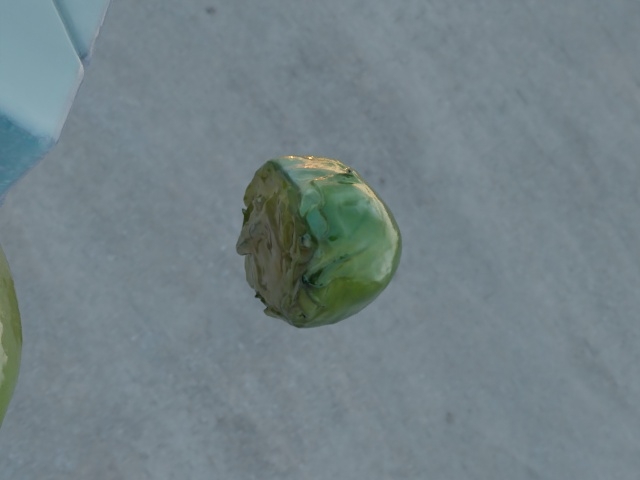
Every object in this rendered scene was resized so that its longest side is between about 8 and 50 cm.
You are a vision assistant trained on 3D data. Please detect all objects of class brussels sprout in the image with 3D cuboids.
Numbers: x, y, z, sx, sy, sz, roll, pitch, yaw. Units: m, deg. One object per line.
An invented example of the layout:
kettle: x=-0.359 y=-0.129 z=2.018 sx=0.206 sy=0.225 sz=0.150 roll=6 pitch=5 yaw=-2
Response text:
brussels sprout: x=0.005 y=0.000 z=1.093 sx=0.122 sy=0.151 sz=0.149 roll=-4 pitch=104 yaw=-31

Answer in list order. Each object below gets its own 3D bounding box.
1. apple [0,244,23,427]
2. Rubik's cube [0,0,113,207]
apple: x=-0.316 y=0.080 z=0.678 sx=0.257 sy=0.295 sz=0.233 roll=36 pitch=23 yaw=20
Rubik's cube: x=-0.357 y=-0.192 z=0.954 sx=0.321 sy=0.316 sz=0.319 roll=33 pitch=48 yaw=-26
